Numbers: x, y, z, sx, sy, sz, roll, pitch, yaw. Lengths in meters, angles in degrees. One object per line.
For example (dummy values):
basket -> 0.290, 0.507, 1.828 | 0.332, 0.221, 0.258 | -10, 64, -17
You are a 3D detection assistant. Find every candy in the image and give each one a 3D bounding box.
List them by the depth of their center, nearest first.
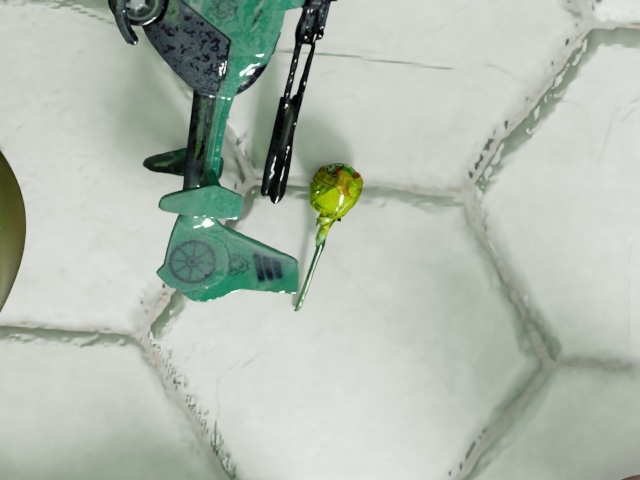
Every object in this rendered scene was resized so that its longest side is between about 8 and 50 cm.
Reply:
candy -> 0.000, 0.000, 1.133 | 0.035, 0.035, 0.123 | 19, 120, 6

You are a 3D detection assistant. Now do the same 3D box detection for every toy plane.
toy plane -> -0.062, -0.138, 1.044 | 0.155, 0.106, 0.382 | 6, 107, -12

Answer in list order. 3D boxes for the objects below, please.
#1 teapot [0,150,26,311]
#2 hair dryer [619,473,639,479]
teapot -> -0.292, 0.001, 1.066 | 0.185, 0.175, 0.268 | 18, 111, -7
hair dryer -> 0.168, 0.330, 1.195 | 0.125, 0.210, 0.352 | 35, 134, -9
